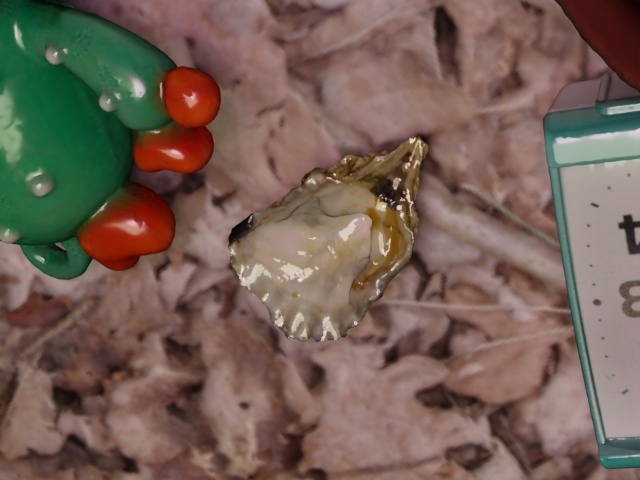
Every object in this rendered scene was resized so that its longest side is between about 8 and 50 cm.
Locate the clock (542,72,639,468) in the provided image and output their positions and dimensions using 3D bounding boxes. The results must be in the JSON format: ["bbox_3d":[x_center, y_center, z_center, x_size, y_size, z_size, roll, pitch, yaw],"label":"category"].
[{"bbox_3d":[0.272,0.002,0.960,0.262,0.116,0.231,-6,115,17],"label":"clock"}]

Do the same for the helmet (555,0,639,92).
[{"bbox_3d":[0.279,-0.183,0.784,0.338,0.230,0.384,-14,64,27],"label":"helmet"}]

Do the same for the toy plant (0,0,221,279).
[{"bbox_3d":[-0.216,-0.140,0.977,0.280,0.185,0.400,-19,123,9],"label":"toy plant"}]

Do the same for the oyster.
[{"bbox_3d":[0.000,0.000,1.052,0.122,0.045,0.146,7,120,7],"label":"oyster"}]
